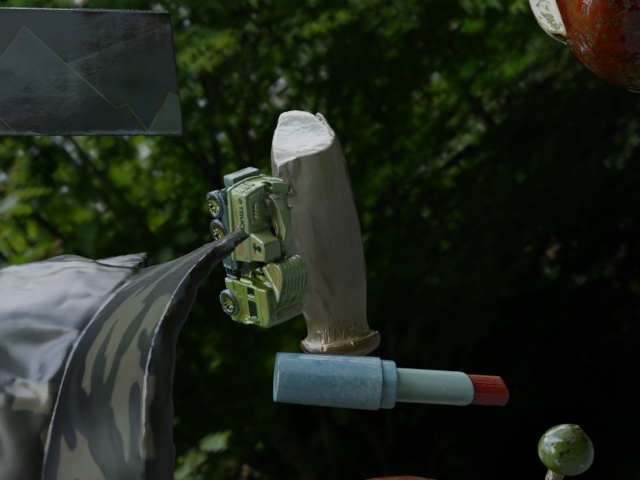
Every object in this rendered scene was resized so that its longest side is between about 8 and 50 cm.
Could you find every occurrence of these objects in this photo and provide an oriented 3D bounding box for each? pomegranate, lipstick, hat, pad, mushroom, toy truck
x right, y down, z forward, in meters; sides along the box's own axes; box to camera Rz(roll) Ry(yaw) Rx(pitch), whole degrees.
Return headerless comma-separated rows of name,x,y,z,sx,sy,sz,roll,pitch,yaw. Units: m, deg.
pomegranate,0.322,0.281,1.756,0.073,0.073,0.084,-33,-50,-36
lipstick,0.083,0.169,1.577,0.068,0.274,0.061,-111,26,-76
hat,-0.220,0.109,1.002,0.381,0.257,0.366,117,166,-61
pad,-0.283,-0.195,1.556,0.243,0.163,0.004,-2,-16,-21
mushroom,0.001,-0.002,2.117,0.137,0.407,0.154,-14,9,-8
toy truck,-0.065,0.011,1.620,0.085,0.191,0.116,-20,23,-34

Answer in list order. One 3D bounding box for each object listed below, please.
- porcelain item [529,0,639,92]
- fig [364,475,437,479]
porcelain item,0.320,-0.273,1.306,0.253,0.253,0.253,-38,-9,-7
fig,0.106,0.376,1.511,0.263,0.224,0.224,0,22,42
